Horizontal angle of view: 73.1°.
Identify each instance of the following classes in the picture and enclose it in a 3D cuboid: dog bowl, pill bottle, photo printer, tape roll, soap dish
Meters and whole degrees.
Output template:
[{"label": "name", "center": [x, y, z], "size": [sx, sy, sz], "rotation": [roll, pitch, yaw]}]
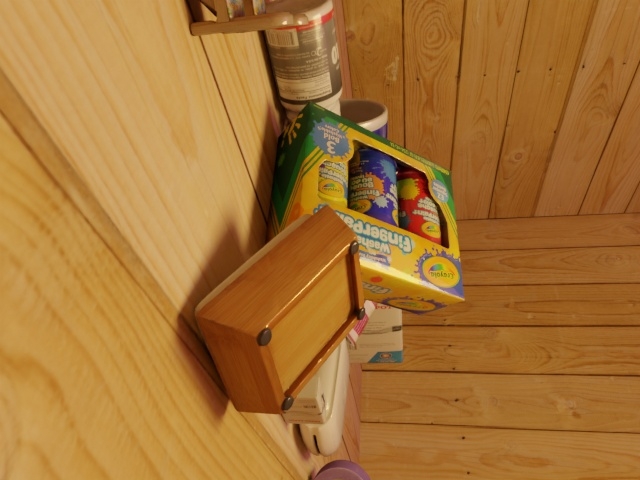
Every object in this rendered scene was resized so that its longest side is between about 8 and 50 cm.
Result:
[{"label": "dog bowl", "center": [0.058, -0.318, 1.230], "size": [0.265, 0.265, 0.104], "rotation": [-77, 164, -56]}, {"label": "pill bottle", "center": [-0.034, -0.410, 1.025], "size": [0.283, 0.161, 0.161], "rotation": [78, 14, -44]}, {"label": "photo printer", "center": [0.015, 0.447, 1.247], "size": [0.256, 0.107, 0.307], "rotation": [81, 16, -47]}, {"label": "tape roll", "center": [0.060, 0.747, 1.251], "size": [0.080, 0.189, 0.188], "rotation": [43, 46, -75]}, {"label": "soap dish", "center": [-0.042, 0.112, 0.691], "size": [0.291, 0.118, 0.228], "rotation": [-42, 138, -36]}]

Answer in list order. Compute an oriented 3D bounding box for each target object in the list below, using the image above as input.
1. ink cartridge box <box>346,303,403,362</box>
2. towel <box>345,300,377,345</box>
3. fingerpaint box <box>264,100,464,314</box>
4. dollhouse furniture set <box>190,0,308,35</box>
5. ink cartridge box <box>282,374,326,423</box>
[{"label": "ink cartridge box", "center": [0.166, 0.293, 1.657], "size": [0.166, 0.286, 0.394], "rotation": [-83, 167, -49]}, {"label": "towel", "center": [0.108, 0.137, 1.381], "size": [0.237, 0.037, 0.329], "rotation": [55, 46, -19]}, {"label": "fingerpaint box", "center": [0.114, -0.060, 1.015], "size": [0.163, 0.445, 0.370], "rotation": [-35, -137, 50]}, {"label": "dollhouse furniture set", "center": [-0.052, -0.536, 0.676], "size": [0.394, 0.257, 0.362], "rotation": [-72, 158, -63]}, {"label": "ink cartridge box", "center": [-0.044, 0.368, 0.997], "size": [0.056, 0.099, 0.135], "rotation": [-83, 168, -45]}]
